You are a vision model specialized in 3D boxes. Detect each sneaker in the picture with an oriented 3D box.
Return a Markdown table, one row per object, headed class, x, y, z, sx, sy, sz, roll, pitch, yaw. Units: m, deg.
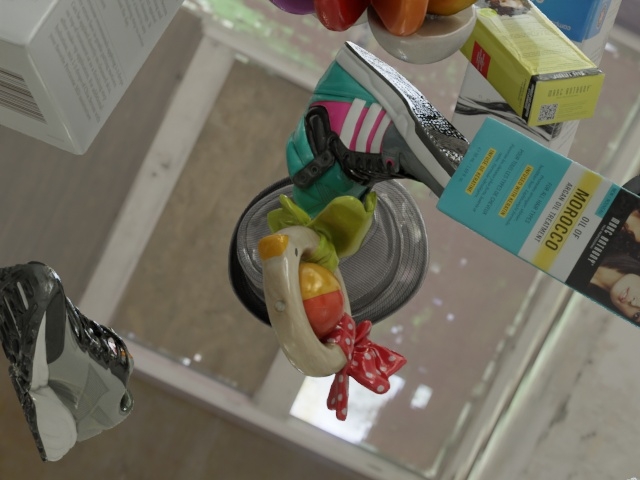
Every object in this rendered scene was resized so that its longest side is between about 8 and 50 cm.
| class | x | y | z | sx | sy | sz | roll | pitch | yaw |
| --- | --- | --- | --- | --- | --- | --- | --- | --- | --- |
| sneaker | -0.220 | 0.094 | 1.144 | 0.271 | 0.108 | 0.100 | 95 | -28 | -58 |
| sneaker | 0.055 | -0.082 | 1.469 | 0.178 | 0.123 | 0.295 | -54 | -139 | 16 |

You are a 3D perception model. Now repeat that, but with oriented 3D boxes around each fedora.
| class | x | y | z | sx | sy | sz | roll | pitch | yaw |
| --- | --- | --- | --- | --- | --- | --- | --- | --- | --- |
| fedora | 0.000 | 0.000 | 1.737 | 0.124 | 0.275 | 0.244 | 56 | 26 | -70 |

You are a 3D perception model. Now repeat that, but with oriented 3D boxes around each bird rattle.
| class | x | y | z | sx | sy | sz | roll | pitch | yaw |
| --- | --- | --- | --- | --- | --- | --- | --- | --- | --- |
| bird rattle | -0.009 | 0.073 | 1.422 | 0.207 | 0.143 | 0.254 | -3 | 88 | -66 |

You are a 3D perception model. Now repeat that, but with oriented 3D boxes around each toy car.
| class | x | y | z | sx | sy | sz | roll | pitch | yaw |
| --- | --- | --- | --- | --- | --- | --- | --- | --- | --- |
| toy car | 0.020 | -0.197 | 0.882 | 0.136 | 0.182 | 0.159 | -32 | 138 | -31 |

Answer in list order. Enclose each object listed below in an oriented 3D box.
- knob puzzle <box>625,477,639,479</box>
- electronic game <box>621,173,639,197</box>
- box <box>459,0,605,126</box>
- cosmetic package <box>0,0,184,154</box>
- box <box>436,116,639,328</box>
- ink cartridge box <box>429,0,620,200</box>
| class | x | y | z | sx | sy | sz | roll | pitch | yaw |
| --- | --- | --- | --- | --- | --- | --- | --- | --- | --- |
| knob puzzle | 0.300 | 0.336 | 1.340 | 0.213 | 0.213 | 0.030 | -64 | -159 | 6 |
| electronic game | 0.465 | 0.015 | 1.697 | 0.048 | 0.229 | 0.229 | -25 | 151 | -49 |
| box | 0.205 | -0.212 | 1.416 | 0.232 | 0.087 | 0.058 | -123 | -148 | -42 |
| cosmetic package | -0.265 | -0.359 | 1.586 | 0.453 | 0.161 | 0.230 | -61 | 161 | -23 |
| box | 0.231 | -0.009 | 1.168 | 0.101 | 0.244 | 0.060 | -61 | 154 | 5 |
| ink cartridge box | 0.327 | -0.247 | 2.045 | 0.285 | 0.166 | 0.395 | -37 | 145 | -64 |
